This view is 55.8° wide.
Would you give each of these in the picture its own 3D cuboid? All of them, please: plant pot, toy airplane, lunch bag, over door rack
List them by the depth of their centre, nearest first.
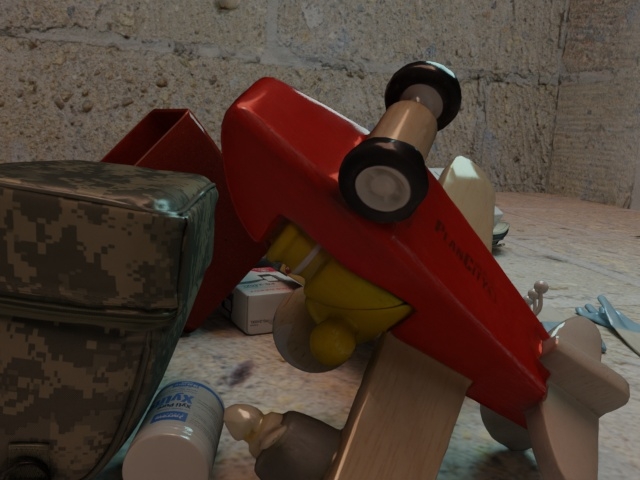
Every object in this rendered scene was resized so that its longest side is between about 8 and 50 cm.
[{"bbox_3d":[0.079,0.070,0.545,0.272,0.384,0.386,-25,-19,38],"label":"toy airplane"},{"bbox_3d":[-0.224,0.060,0.584,0.213,0.256,0.305,6,9,-6],"label":"lunch bag"},{"bbox_3d":[-0.236,-0.019,0.911,0.236,0.267,0.267,47,-10,-27],"label":"plant pot"},{"bbox_3d":[0.184,0.020,0.927,0.324,0.108,0.239,27,-3,19],"label":"over door rack"}]

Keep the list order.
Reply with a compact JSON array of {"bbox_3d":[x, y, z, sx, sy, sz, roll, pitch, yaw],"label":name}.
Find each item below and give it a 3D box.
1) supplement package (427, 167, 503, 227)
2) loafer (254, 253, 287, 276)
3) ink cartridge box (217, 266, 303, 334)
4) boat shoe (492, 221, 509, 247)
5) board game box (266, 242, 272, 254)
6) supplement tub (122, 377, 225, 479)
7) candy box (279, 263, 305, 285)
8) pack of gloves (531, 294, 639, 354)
[{"bbox_3d":[0.200,-0.034,1.271,0.293,0.177,0.175,-6,45,-39],"label":"supplement package"},{"bbox_3d":[-0.150,0.045,1.198,0.170,0.061,0.062,0,12,-13],"label":"loafer"},{"bbox_3d":[-0.096,0.092,0.961,0.109,0.063,0.150,-3,12,-30],"label":"ink cartridge box"},{"bbox_3d":[0.456,-0.016,1.654,0.095,0.079,0.254,1,8,1],"label":"boat shoe"},{"bbox_3d":[-0.241,-0.006,1.431,0.317,0.064,0.242,3,10,0],"label":"board game box"},{"bbox_3d":[-0.122,0.171,0.520,0.071,0.071,0.107,3,10,-3],"label":"supplement tub"},{"bbox_3d":[0.090,0.078,0.857,0.183,0.087,0.316,28,-1,-29],"label":"candy box"},{"bbox_3d":[0.444,0.127,0.988,0.195,0.046,0.232,3,10,-4],"label":"pack of gloves"}]
